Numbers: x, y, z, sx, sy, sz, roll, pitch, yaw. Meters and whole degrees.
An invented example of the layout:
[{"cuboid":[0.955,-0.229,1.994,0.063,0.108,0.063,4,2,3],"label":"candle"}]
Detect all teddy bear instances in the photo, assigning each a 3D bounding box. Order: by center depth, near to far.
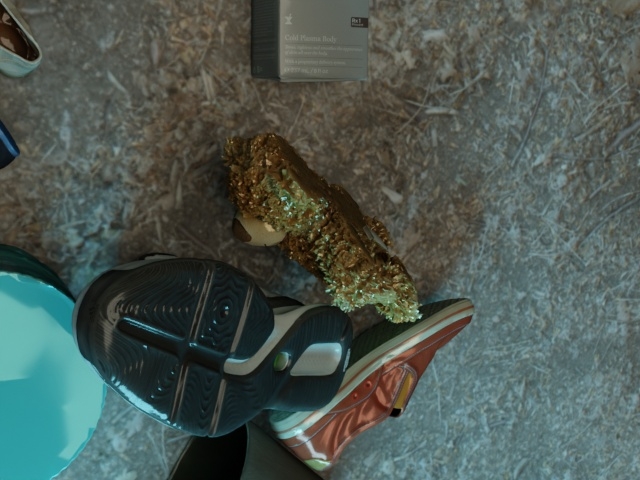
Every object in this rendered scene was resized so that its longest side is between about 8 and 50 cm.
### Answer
[{"cuboid":[0.000,0.000,1.212,0.113,0.245,0.338,-38,155,13],"label":"teddy bear"}]

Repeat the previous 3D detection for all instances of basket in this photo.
[{"cuboid":[-0.066,0.350,1.282,0.227,0.154,0.204,34,69,-32],"label":"basket"}]

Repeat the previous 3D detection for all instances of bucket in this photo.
[{"cuboid":[-0.367,0.137,1.070,0.281,0.183,0.281,-4,99,-25],"label":"bucket"}]

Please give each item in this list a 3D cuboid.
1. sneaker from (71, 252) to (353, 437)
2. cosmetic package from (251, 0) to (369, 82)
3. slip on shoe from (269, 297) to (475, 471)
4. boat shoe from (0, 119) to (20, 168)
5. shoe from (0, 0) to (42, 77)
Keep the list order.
[{"cuboid":[-0.170,0.096,1.095,0.447,0.257,0.169,22,82,-61],"label":"sneaker"},{"cuboid":[-0.013,-0.315,1.233,0.127,0.107,0.238,-5,103,-24],"label":"cosmetic package"},{"cuboid":[0.082,0.181,1.332,0.331,0.123,0.101,-36,100,-26],"label":"slip on shoe"},{"cuboid":[-0.427,-0.167,1.054,0.089,0.109,0.258,-43,98,-8],"label":"boat shoe"},{"cuboid":[-0.377,-0.268,1.074,0.076,0.058,0.219,-47,115,-14],"label":"shoe"}]
